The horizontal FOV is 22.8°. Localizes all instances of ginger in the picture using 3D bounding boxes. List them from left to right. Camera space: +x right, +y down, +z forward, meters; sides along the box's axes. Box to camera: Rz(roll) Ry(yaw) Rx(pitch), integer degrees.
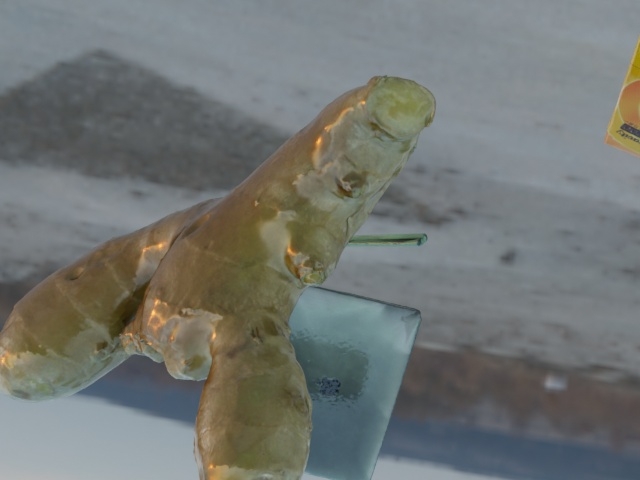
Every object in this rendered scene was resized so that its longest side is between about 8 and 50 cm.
[{"bbox_3d":[-0.077,0.019,1.235,0.122,0.348,0.363,40,165,-33],"label":"ginger"}]

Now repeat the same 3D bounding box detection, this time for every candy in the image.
[{"bbox_3d":[0.002,0.000,1.760,0.262,0.073,0.077,-1,127,33],"label":"candy"}]

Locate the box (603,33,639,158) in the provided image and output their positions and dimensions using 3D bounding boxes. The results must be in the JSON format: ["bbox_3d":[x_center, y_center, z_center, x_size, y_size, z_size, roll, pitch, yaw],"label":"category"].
[{"bbox_3d":[0.440,-0.175,1.916,0.152,0.043,0.269,25,151,13],"label":"box"}]

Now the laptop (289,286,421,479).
[{"bbox_3d":[0.011,0.194,2.122,0.188,0.269,0.015,13,-162,-9],"label":"laptop"}]
